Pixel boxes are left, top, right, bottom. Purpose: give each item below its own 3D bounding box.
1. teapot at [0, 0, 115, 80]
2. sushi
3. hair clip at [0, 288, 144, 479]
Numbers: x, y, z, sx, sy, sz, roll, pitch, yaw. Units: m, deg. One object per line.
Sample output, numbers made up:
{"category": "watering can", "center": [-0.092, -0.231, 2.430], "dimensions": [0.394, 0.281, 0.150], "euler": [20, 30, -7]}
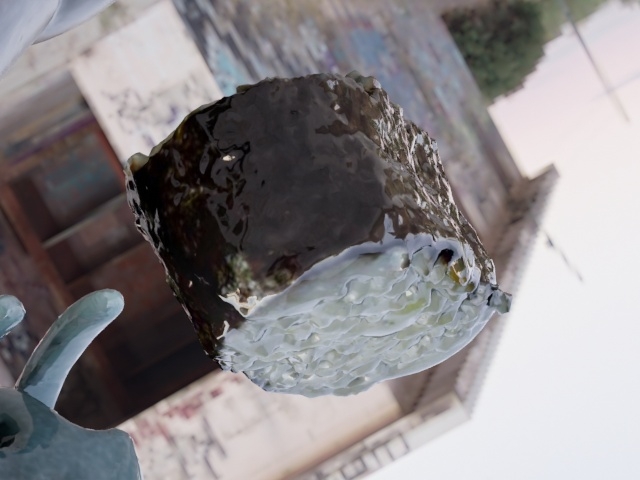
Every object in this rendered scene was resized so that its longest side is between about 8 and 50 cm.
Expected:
{"category": "teapot", "center": [-0.216, -0.065, 0.430], "dimensions": [0.376, 0.305, 0.362], "euler": [-29, -155, 57]}
{"category": "sushi", "center": [0.000, 0.000, 0.479], "dimensions": [0.090, 0.078, 0.150], "euler": [-27, 163, 14]}
{"category": "hair clip", "center": [-0.213, 0.168, 0.694], "dimensions": [0.318, 0.238, 0.392], "euler": [-4, 155, -43]}
